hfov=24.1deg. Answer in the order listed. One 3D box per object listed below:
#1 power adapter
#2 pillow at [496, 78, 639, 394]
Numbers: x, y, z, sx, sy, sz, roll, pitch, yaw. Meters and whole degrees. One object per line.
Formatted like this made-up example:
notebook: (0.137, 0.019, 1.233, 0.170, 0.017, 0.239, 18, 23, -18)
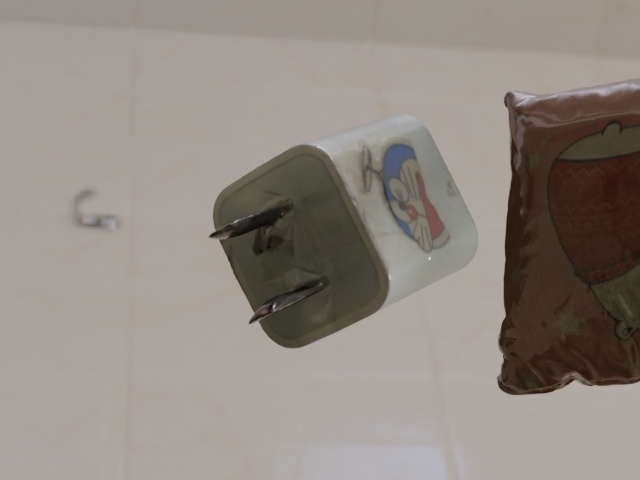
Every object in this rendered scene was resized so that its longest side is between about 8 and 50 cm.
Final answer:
power adapter: (0.000, 0.000, 1.059, 0.125, 0.205, 0.130, -27, -92, 36)
pillow: (0.218, -0.012, 0.952, 0.084, 0.236, 0.223, 28, 63, -57)
